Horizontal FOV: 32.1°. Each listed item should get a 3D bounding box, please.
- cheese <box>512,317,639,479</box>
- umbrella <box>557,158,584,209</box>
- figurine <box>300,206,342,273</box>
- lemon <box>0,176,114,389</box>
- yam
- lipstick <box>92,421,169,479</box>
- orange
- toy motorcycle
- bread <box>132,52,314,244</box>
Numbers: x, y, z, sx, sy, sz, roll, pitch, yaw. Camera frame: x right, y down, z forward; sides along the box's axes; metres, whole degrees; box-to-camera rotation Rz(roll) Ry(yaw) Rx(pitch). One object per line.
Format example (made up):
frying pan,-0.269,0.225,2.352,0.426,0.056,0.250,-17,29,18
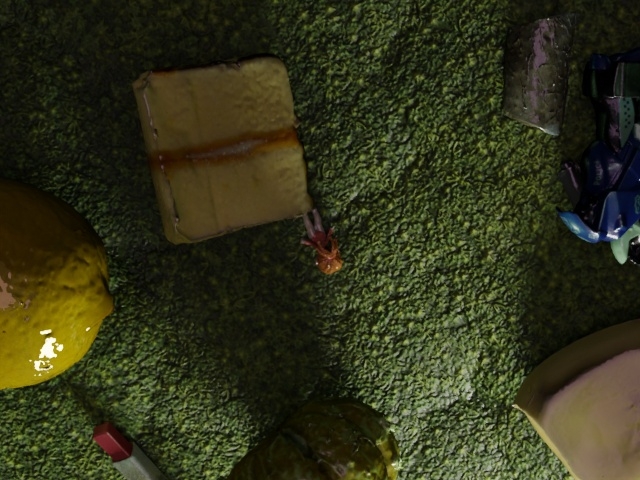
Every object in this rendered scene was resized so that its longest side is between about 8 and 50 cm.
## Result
cheese,0.488,0.250,1.729,0.316,0.128,0.259,-36,95,6
umbrella,0.403,-0.062,1.721,0.036,0.031,0.133,-24,98,5
figurine,0.000,0.000,1.744,0.064,0.047,0.109,-23,93,-17
lemon,-0.479,0.063,1.646,0.336,0.336,0.335,0,101,2
yam,0.323,-0.250,1.657,0.107,0.107,0.183,2,102,2
lipstick,-0.260,0.418,1.828,0.051,0.051,0.312,-40,96,10
orange,-0.006,0.372,1.695,0.301,0.300,0.223,-41,92,-19
toy motorcycle,0.448,-0.119,1.650,0.196,0.125,0.331,-4,99,-10
bread,-0.139,-0.139,1.655,0.236,0.198,0.263,-11,98,-2
